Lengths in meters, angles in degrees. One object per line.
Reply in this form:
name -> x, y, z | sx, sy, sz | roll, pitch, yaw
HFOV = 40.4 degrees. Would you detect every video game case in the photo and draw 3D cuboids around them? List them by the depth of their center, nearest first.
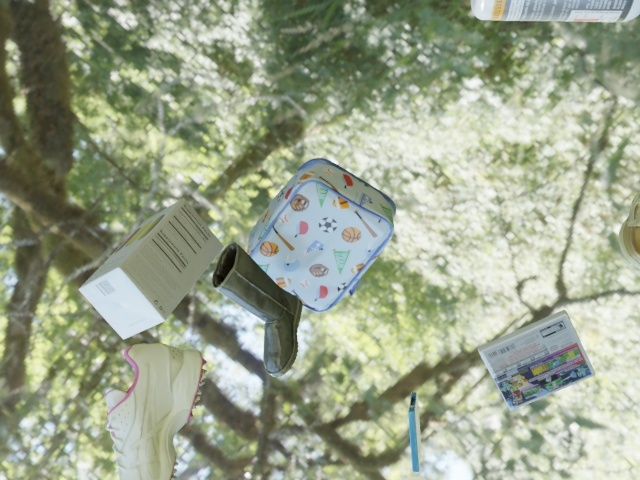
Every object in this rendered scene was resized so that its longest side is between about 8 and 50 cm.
video game case -> 0.188, 0.378, 1.731 | 0.166, 0.015, 0.119 | -20, -74, -81
video game case -> 0.464, 0.259, 1.863 | 0.183, 0.201, 0.023 | 59, -168, -25

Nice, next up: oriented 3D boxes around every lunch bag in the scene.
lunch bag -> 0.000, 0.000, 1.748 | 0.243, 0.303, 0.115 | 28, -146, -15

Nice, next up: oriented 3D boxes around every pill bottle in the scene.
pill bottle -> 0.340, -0.363, 1.122 | 0.278, 0.162, 0.162 | 3, -172, 4

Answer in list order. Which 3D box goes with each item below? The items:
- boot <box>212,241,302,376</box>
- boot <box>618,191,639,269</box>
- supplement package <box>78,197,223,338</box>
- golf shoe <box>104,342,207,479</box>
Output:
boot -> -0.119, 0.129, 1.610 | 0.208, 0.076, 0.189 | 47, -142, -45
boot -> 0.745, -0.072, 1.863 | 0.095, 0.203, 0.262 | 33, -131, 1
supplement package -> -0.323, 0.052, 1.693 | 0.134, 0.139, 0.244 | 52, -141, -16
golf shoe -> -0.276, 0.300, 1.319 | 0.140, 0.306, 0.115 | 20, 160, -15
